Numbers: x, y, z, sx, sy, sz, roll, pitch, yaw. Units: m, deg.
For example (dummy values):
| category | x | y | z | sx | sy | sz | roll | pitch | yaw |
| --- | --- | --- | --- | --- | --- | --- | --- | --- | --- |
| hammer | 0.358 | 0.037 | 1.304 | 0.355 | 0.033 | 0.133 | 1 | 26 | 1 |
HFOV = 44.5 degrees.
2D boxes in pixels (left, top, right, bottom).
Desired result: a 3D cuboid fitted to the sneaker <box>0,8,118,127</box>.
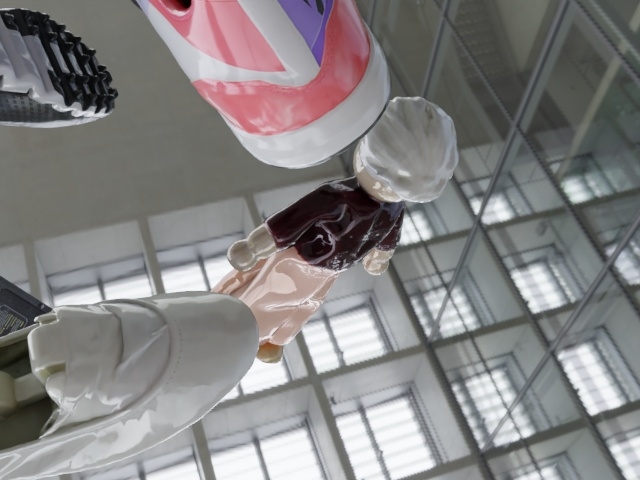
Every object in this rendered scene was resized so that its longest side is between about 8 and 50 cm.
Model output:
| category | x | y | z | sx | sy | sz | roll | pitch | yaw |
| --- | --- | --- | --- | --- | --- | --- | --- | --- | --- |
| sneaker | -0.239 | -0.106 | 0.528 | 0.106 | 0.234 | 0.078 | -25 | -96 | 23 |

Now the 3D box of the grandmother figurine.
| category | x | y | z | sx | sy | sz | roll | pitch | yaw |
| --- | --- | --- | --- | --- | --- | --- | --- | --- | --- |
| grandmother figurine | 0.000 | 0.000 | 0.742 | 0.208 | 0.342 | 0.104 | -13 | -119 | -52 |

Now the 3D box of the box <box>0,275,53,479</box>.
| category | x | y | z | sx | sy | sz | roll | pitch | yaw |
| --- | --- | --- | --- | --- | --- | --- | --- | --- | --- |
| box | -0.376 | 0.175 | 0.897 | 0.183 | 0.056 | 0.231 | 41 | -119 | -31 |

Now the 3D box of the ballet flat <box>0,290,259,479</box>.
| category | x | y | z | sx | sy | sz | roll | pitch | yaw |
| --- | --- | --- | --- | --- | --- | --- | --- | --- | --- |
| ballet flat | -0.244 | 0.123 | 0.630 | 0.400 | 0.139 | 0.139 | -18 | -122 | -7 |

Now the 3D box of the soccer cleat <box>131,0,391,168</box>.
| category | x | y | z | sx | sy | sz | roll | pitch | yaw |
| --- | --- | --- | --- | --- | --- | --- | --- | --- | --- |
| soccer cleat | -0.069 | -0.168 | 0.430 | 0.108 | 0.116 | 0.318 | -34 | -131 | 1 |
